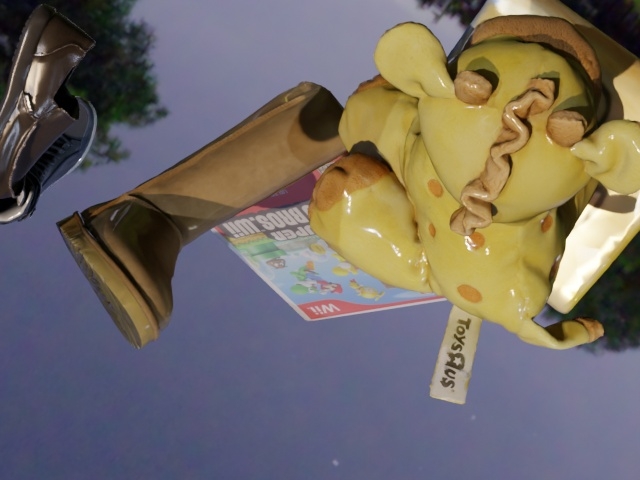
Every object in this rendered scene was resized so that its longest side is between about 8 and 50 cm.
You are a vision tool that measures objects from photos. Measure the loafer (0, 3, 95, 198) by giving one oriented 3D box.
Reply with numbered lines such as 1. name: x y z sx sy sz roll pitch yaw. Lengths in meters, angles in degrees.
1. loafer: -0.292 -0.130 1.005 0.078 0.220 0.080 21 -154 -11

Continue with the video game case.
1. video game case: 0.000 0.000 1.073 0.285 0.204 0.025 47 -138 -43

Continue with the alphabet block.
1. alphabet block: 0.194 -0.085 0.812 0.197 0.192 0.193 39 -159 10

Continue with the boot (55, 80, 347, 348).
1. boot: -0.082 -0.040 0.825 0.236 0.269 0.089 38 155 57

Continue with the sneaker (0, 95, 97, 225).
1. sneaker: -0.391 -0.110 1.336 0.086 0.226 0.163 38 174 -10

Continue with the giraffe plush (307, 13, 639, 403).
1. giraffe plush: 0.087 -0.045 0.509 0.181 0.170 0.210 1 -124 -3
